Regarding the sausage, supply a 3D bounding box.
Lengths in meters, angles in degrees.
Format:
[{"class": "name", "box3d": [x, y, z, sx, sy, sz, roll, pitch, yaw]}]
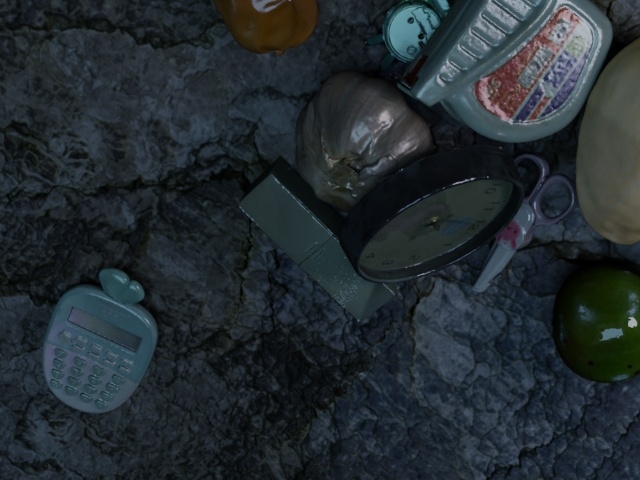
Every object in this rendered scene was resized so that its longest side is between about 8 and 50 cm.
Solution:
[{"class": "sausage", "box3d": [-0.089, -0.376, 1.477, 0.136, 0.120, 0.241, -14, 110, 29]}]

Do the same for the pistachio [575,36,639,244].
[{"class": "pistachio", "box3d": [0.447, -0.144, 1.452, 0.187, 0.187, 0.299, 16, 114, 2]}]

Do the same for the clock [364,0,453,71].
[{"class": "clock", "box3d": [0.135, -0.299, 1.516, 0.135, 0.041, 0.101, -29, 105, 18]}]

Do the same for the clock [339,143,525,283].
[{"class": "clock", "box3d": [0.164, -0.032, 1.513, 0.280, 0.280, 0.055, -35, 62, 19]}]

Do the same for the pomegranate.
[{"class": "pomegranate", "box3d": [0.459, 0.123, 1.567, 0.225, 0.187, 0.187, -4, 111, 12]}]

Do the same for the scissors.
[{"class": "scissors", "box3d": [0.294, -0.015, 1.600, 0.118, 0.030, 0.242, 44, 125, 26]}]

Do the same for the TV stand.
[{"class": "TV stand", "box3d": [0.000, 0.000, 1.634, 0.269, 0.088, 0.083, 44, 111, -9]}]

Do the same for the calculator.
[{"class": "calculator", "box3d": [-0.373, 0.171, 1.784, 0.184, 0.042, 0.295, 25, 116, -2]}]

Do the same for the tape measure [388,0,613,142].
[{"class": "tape measure", "box3d": [0.256, -0.255, 1.449, 0.246, 0.125, 0.243, 32, 100, -19]}]

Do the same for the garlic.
[{"class": "garlic", "box3d": [0.058, -0.129, 1.520, 0.228, 0.152, 0.228, 28, 139, 27]}]
